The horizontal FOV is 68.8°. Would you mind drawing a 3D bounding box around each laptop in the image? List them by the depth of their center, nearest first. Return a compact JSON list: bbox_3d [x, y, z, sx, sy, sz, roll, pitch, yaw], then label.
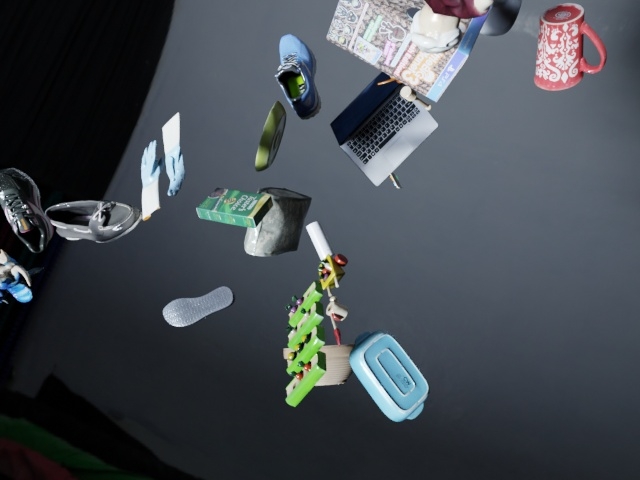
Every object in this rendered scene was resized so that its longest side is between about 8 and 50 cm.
[{"bbox_3d":[0.273,-0.462,1.872,0.408,0.382,0.236,44,-176,-23],"label":"laptop"}]

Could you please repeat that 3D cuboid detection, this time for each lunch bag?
[{"bbox_3d":[-0.180,-0.074,1.760,0.169,0.235,0.287,20,-168,20],"label":"lunch bag"}]

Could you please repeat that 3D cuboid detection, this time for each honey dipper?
[{"bbox_3d":[0.263,-0.379,1.261,0.030,0.030,0.161,15,-172,34],"label":"honey dipper"}]

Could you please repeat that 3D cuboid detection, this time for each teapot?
[{"bbox_3d":[0.565,-0.832,1.609,0.187,0.252,0.256,2,159,2],"label":"teapot"}]

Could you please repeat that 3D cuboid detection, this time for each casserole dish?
[{"bbox_3d":[0.139,0.258,0.908,0.188,0.114,0.037,54,153,8],"label":"casserole dish"}]

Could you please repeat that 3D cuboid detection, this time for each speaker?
[{"bbox_3d":[0.000,0.000,1.663,0.055,0.055,0.136,90,155,-81],"label":"speaker"}]

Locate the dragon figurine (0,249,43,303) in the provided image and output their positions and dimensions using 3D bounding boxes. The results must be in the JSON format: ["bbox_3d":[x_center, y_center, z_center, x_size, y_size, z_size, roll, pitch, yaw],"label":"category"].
[{"bbox_3d":[-0.710,0.090,1.089,0.289,0.085,0.144,-6,152,25],"label":"dragon figurine"}]

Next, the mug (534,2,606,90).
[{"bbox_3d":[0.594,-0.470,1.123,0.150,0.113,0.169,-7,139,19],"label":"mug"}]

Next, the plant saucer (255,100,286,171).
[{"bbox_3d":[-0.157,-0.334,1.533,0.037,0.241,0.241,18,172,-1],"label":"plant saucer"}]

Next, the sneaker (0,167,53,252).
[{"bbox_3d":[-0.559,-0.053,0.886,0.077,0.072,0.178,52,162,47],"label":"sneaker"}]

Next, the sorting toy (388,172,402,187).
[{"bbox_3d":[0.250,-0.196,1.545,0.062,0.012,0.083,59,-159,7],"label":"sorting toy"}]

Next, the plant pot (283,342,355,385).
[{"bbox_3d":[0.014,0.357,1.351,0.237,0.109,0.237,-5,168,-1],"label":"plant pot"}]

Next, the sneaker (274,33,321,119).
[{"bbox_3d":[-0.086,-0.599,1.650,0.130,0.330,0.147,-21,161,18],"label":"sneaker"}]

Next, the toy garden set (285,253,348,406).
[{"bbox_3d":[-0.016,0.151,0.892,0.049,0.204,0.244,27,-152,-18],"label":"toy garden set"}]

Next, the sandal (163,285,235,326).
[{"bbox_3d":[-0.410,0.230,1.598,0.255,0.097,0.054,-16,169,3],"label":"sandal"}]

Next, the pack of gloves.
[{"bbox_3d":[-0.409,-0.192,1.250,0.195,0.232,0.046,-27,152,33],"label":"pack of gloves"}]

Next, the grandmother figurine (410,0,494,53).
[{"bbox_3d":[0.196,-0.414,0.694,0.342,0.104,0.207,81,164,-67],"label":"grandmother figurine"}]

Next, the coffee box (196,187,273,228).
[{"bbox_3d":[-0.237,-0.094,1.306,0.184,0.113,0.040,11,133,22],"label":"coffee box"}]

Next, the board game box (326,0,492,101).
[{"bbox_3d":[0.202,-0.496,1.047,0.291,0.232,0.141,29,151,-2],"label":"board game box"}]

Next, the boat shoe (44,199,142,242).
[{"bbox_3d":[-0.641,-0.060,1.299,0.335,0.112,0.095,-3,145,30],"label":"boat shoe"}]

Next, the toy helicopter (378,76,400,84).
[{"bbox_3d":[0.294,-0.595,1.452,0.355,0.235,0.140,2,-165,-12],"label":"toy helicopter"}]
